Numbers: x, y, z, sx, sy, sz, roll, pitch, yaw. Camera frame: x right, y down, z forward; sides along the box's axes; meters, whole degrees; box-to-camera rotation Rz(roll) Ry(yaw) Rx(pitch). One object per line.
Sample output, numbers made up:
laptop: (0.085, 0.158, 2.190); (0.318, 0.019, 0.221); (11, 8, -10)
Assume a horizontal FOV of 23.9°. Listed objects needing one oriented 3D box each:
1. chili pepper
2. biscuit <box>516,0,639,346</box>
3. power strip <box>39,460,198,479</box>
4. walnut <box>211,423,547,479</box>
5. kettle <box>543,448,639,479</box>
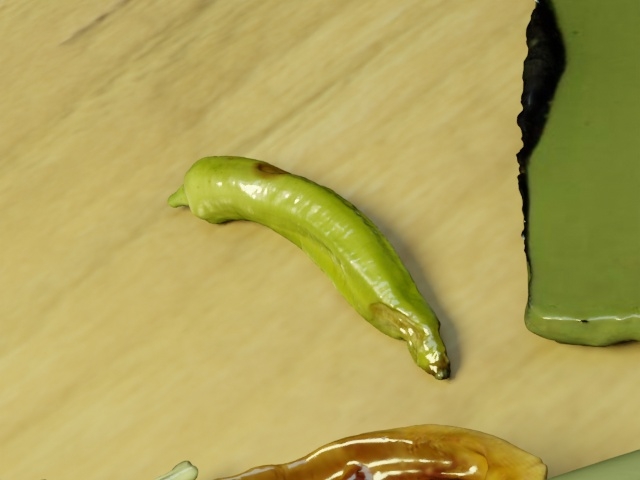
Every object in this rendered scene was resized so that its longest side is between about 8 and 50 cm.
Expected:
chili pepper: (0.001, -0.001, 0.768); (0.049, 0.043, 0.208); (-31, 45, -32)
biscuit: (0.154, -0.071, 0.793); (0.099, 0.038, 0.322); (-2, 45, 11)
power strip: (-0.125, 0.150, 0.654); (0.175, 0.042, 0.075); (-33, 45, -16)
walnut: (-0.003, 0.155, 0.576); (0.211, 0.087, 0.167); (-19, 24, -5)
kettle: (0.134, 0.165, 0.452); (0.255, 0.165, 0.240); (-12, 71, -36)
